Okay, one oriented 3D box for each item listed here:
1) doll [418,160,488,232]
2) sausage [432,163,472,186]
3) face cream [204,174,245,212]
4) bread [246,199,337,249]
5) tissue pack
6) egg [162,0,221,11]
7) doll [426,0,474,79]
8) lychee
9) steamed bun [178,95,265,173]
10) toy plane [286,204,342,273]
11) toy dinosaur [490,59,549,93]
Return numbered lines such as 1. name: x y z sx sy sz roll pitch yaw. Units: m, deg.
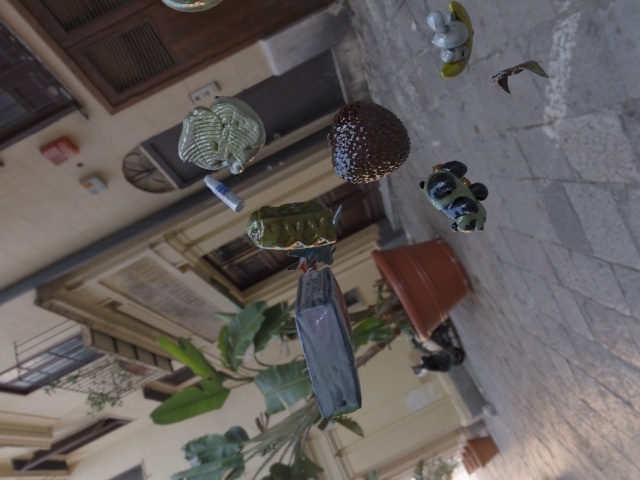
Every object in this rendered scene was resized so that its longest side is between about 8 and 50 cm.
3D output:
1. doll: 0.415 -0.127 1.450 0.234 0.143 0.135 45 138 5
2. sausage: 0.507 -0.238 1.844 0.183 0.062 0.054 30 -161 6
3. face cream: -0.242 -0.120 1.193 0.130 0.034 0.034 40 172 21
4. bread: -0.093 -0.044 1.480 0.130 0.268 0.152 98 159 -47
5. tissue pack: 0.022 0.255 1.316 0.394 0.124 0.288 -88 -17 -80
6. egg: -0.289 -0.637 1.106 0.189 0.253 0.188 24 155 12
7. doll: 0.435 -0.666 1.591 0.111 0.252 0.237 17 134 36
8. lychee: 0.103 -0.223 1.080 0.194 0.194 0.194 63 180 0
9. steamed bun: -0.350 -0.387 1.747 0.206 0.320 0.275 -80 -6 -66
10. toy plane: -0.004 -0.003 1.855 0.223 0.326 0.104 17 -165 -36
11. toy dinosaur: 0.872 -0.712 2.086 0.327 0.207 0.112 -2 111 62
